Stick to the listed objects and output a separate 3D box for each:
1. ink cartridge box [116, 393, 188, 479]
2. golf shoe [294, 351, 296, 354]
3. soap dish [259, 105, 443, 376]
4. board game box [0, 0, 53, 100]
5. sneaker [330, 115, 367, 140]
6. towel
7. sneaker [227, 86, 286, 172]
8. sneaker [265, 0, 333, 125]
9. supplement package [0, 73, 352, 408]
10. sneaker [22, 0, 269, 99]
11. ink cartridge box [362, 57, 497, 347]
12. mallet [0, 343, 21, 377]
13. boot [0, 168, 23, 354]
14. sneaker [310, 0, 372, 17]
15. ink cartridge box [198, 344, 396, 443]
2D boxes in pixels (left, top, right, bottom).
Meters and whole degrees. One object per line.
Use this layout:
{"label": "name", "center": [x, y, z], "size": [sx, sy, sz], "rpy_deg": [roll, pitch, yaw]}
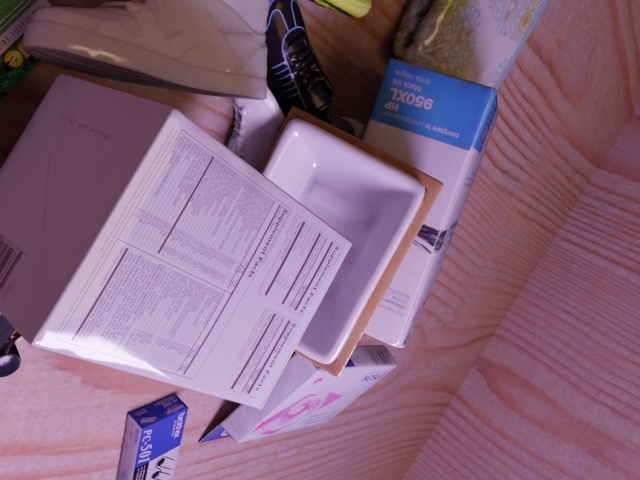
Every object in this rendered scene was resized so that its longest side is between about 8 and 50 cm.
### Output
{"label": "ink cartridge box", "center": [-0.303, 0.378, 1.064], "size": [0.097, 0.046, 0.207], "rpy_deg": [-15, 130, -47]}
{"label": "golf shoe", "center": [0.028, 0.150, 1.239], "size": [0.140, 0.115, 0.306], "rpy_deg": [-18, 131, -40]}
{"label": "soap dish", "center": [0.000, 0.000, 0.816], "size": [0.291, 0.229, 0.118], "rpy_deg": [-63, 167, 9]}
{"label": "board game box", "center": [-0.358, -0.150, 0.529], "size": [0.260, 0.030, 0.136], "rpy_deg": [-49, 145, -10]}
{"label": "sneaker", "center": [-0.022, -0.076, 0.989], "size": [0.122, 0.110, 0.283], "rpy_deg": [7, 104, -48]}
{"label": "towel", "center": [0.297, -0.438, 1.087], "size": [0.320, 0.090, 0.374], "rpy_deg": [17, 105, -54]}
{"label": "sneaker", "center": [-0.096, -0.154, 0.839], "size": [0.094, 0.080, 0.212], "rpy_deg": [-27, 140, -4]}
{"label": "sneaker", "center": [-0.027, -0.237, 0.828], "size": [0.081, 0.090, 0.232], "rpy_deg": [-42, 146, -20]}
{"label": "supplement package", "center": [-0.148, 0.008, 0.573], "size": [0.262, 0.199, 0.198], "rpy_deg": [35, 81, -49]}
{"label": "sneaker", "center": [-0.164, -0.248, 0.627], "size": [0.292, 0.108, 0.169], "rpy_deg": [-8, 108, -54]}
{"label": "ink cartridge box", "center": [0.145, -0.060, 0.984], "size": [0.285, 0.166, 0.395], "rpy_deg": [-14, 123, -73]}
{"label": "mallet", "center": [-0.447, 0.141, 0.675], "size": [0.189, 0.062, 0.039], "rpy_deg": [-8, 126, -32]}
{"label": "boot", "center": [-0.288, 0.052, 0.699], "size": [0.284, 0.138, 0.377], "rpy_deg": [-36, 139, -30]}
{"label": "sneaker", "center": [-0.015, -0.374, 0.723], "size": [0.295, 0.109, 0.123], "rpy_deg": [2, 111, -62]}
{"label": "ink cartridge box", "center": [-0.037, 0.343, 1.266], "size": [0.330, 0.071, 0.324], "rpy_deg": [-46, 151, 20]}
